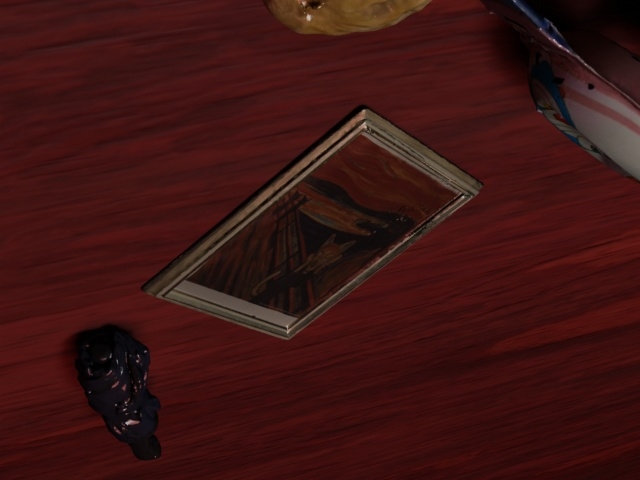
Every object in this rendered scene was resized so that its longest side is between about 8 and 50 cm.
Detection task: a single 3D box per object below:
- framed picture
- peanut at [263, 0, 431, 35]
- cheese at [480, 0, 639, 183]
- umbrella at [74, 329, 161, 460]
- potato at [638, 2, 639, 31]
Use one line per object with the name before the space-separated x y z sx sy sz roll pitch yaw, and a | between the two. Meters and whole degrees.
framed picture | 0.000 0.000 0.995 0.273 0.016 0.216 -39 145 22
peanut | 0.068 -0.198 0.675 0.229 0.103 0.098 -25 161 5
cheese | 0.201 -0.123 0.817 0.286 0.189 0.074 33 98 -35
umbrella | -0.192 0.171 1.070 0.071 0.071 0.248 -16 146 -12
potato | 0.346 -0.158 0.861 0.143 0.169 0.248 -7 162 34
